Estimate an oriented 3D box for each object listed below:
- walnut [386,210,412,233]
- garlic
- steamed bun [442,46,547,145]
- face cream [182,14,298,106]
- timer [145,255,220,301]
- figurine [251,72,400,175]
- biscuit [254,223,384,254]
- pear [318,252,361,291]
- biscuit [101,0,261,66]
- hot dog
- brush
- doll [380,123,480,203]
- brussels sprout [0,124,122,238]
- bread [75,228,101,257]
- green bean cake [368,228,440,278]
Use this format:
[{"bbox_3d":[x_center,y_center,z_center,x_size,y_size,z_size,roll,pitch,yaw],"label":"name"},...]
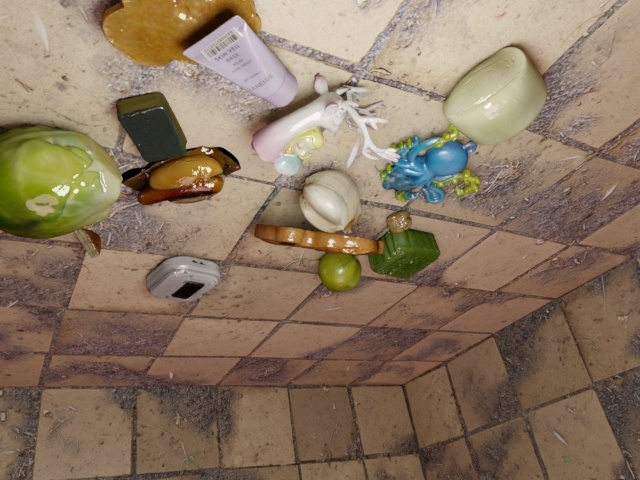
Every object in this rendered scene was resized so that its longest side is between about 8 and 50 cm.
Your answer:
[{"bbox_3d":[0.287,-0.067,1.948,0.096,0.082,0.078,-22,120,19],"label":"walnut"},{"bbox_3d":[0.033,-0.133,1.662,0.184,0.203,0.281,-60,167,16],"label":"garlic"},{"bbox_3d":[0.469,-0.370,1.404,0.250,0.154,0.200,-42,138,20],"label":"steamed bun"},{"bbox_3d":[-0.159,-0.397,1.196,0.154,0.096,0.274,-20,159,27],"label":"face cream"},{"bbox_3d":[-0.527,0.155,2.041,0.237,0.086,0.262,18,139,-40],"label":"timer"},{"bbox_3d":[0.025,-0.296,1.396,0.316,0.206,0.284,-25,141,34],"label":"figurine"},{"bbox_3d":[0.000,0.001,1.816,0.456,0.078,0.350,8,-176,-14],"label":"biscuit"},{"bbox_3d":[0.095,0.106,2.111,0.216,0.166,0.180,-41,130,7],"label":"pear"},{"bbox_3d":[-0.272,-0.488,1.086,0.376,0.051,0.269,-21,151,15],"label":"biscuit"},{"bbox_3d":[-0.400,-0.159,1.542,0.326,0.107,0.194,-21,148,17],"label":"hot dog"},{"bbox_3d":[-0.430,-0.286,1.367,0.123,0.059,0.197,-13,149,0],"label":"brush"},{"bbox_3d":[0.344,-0.235,1.688,0.342,0.098,0.346,-18,144,35],"label":"doll"},{"bbox_3d":[-0.694,-0.149,1.339,0.345,0.268,0.344,-24,168,-6],"label":"brussels sprout"},{"bbox_3d":[-0.758,0.000,1.749,0.043,0.062,0.108,-26,104,19],"label":"bread"},{"bbox_3d":[0.325,0.053,2.109,0.248,0.124,0.222,13,142,-35],"label":"green bean cake"}]
